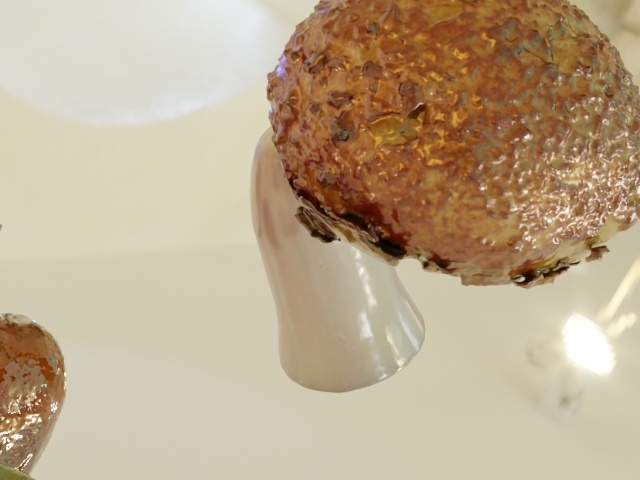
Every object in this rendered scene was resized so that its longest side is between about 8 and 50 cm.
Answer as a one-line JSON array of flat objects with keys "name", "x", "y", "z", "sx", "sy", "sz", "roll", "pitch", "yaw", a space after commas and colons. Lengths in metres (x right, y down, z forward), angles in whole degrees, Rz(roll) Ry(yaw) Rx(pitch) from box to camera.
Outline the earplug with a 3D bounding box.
[{"name": "earplug", "x": 0.000, "y": 0.000, "z": 1.938, "sx": 0.172, "sy": 0.301, "sz": 0.172, "roll": -12, "pitch": -145, "yaw": 8}]

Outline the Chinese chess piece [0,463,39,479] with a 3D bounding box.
[{"name": "Chinese chess piece", "x": -0.357, "y": 0.365, "z": 1.621, "sx": 0.349, "sy": 0.146, "sz": 0.349, "roll": -9, "pitch": -140, "yaw": 8}]

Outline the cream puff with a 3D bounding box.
[{"name": "cream puff", "x": 0.123, "y": -0.117, "z": 1.482, "sx": 0.351, "sy": 0.228, "sz": 0.350, "roll": 13, "pitch": -155, "yaw": -6}]

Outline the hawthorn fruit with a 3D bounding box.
[{"name": "hawthorn fruit", "x": -0.393, "y": 0.192, "z": 1.932, "sx": 0.224, "sy": 0.224, "sz": 0.260, "roll": 20, "pitch": -118, "yaw": -21}]

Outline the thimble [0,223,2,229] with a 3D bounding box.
[{"name": "thimble", "x": -0.349, "y": 0.076, "z": 1.411, "sx": 0.157, "sy": 0.245, "sz": 0.217, "roll": 8, "pitch": -162, "yaw": -15}]
